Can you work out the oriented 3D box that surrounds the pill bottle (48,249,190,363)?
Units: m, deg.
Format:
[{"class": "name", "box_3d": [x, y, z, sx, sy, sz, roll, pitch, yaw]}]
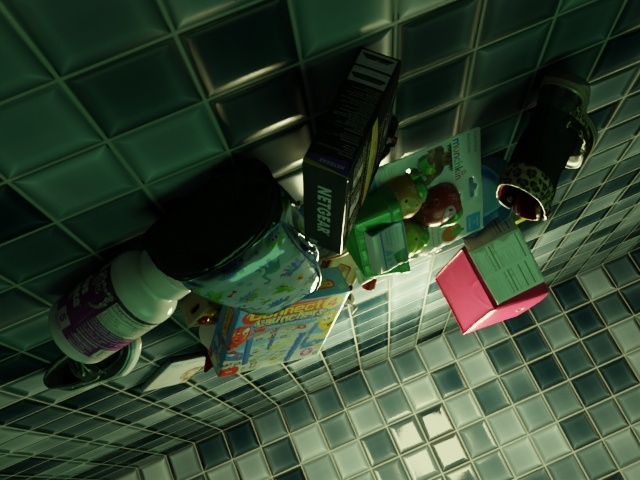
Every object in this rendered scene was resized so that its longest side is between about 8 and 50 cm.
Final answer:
[{"class": "pill bottle", "box_3d": [-0.412, 0.123, 1.401, 0.302, 0.169, 0.169, -33, 157, 19]}]

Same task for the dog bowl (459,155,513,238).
[{"class": "dog bowl", "box_3d": [0.399, -0.112, 1.691, 0.074, 0.166, 0.297, -34, 177, -26]}]

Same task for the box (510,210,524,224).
[{"class": "box", "box_3d": [0.532, -0.073, 2.027, 0.179, 0.105, 0.043, -28, 158, 11]}]

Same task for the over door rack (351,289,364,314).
[{"class": "over door rack", "box_3d": [-0.010, 0.239, 2.212, 0.324, 0.108, 0.239, -32, 163, -20]}]

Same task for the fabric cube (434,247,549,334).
[{"class": "fabric cube", "box_3d": [0.633, 0.164, 2.480, 0.258, 0.259, 0.254, -14, 158, -24]}]

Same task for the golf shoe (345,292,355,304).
[{"class": "golf shoe", "box_3d": [-0.017, 0.215, 1.993, 0.273, 0.120, 0.105, -41, 167, -18]}]

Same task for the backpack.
[{"class": "backpack", "box_3d": [-0.142, 0.017, 1.380, 0.290, 0.273, 0.355, -34, 170, 5]}]

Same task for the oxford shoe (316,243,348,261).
[{"class": "oxford shoe", "box_3d": [0.000, 0.000, 1.654, 0.271, 0.096, 0.098, -31, 152, 17]}]

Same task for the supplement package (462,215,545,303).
[{"class": "supplement package", "box_3d": [0.483, 0.007, 1.858, 0.145, 0.261, 0.204, -28, 118, 12]}]

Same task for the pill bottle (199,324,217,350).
[{"class": "pill bottle", "box_3d": [-0.256, 0.287, 1.970, 0.153, 0.153, 0.264, -25, 159, 3]}]

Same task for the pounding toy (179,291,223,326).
[{"class": "pounding toy", "box_3d": [-0.284, 0.174, 1.747, 0.130, 0.100, 0.141, 1, 147, -47]}]

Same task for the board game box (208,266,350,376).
[{"class": "board game box", "box_3d": [-0.112, 0.214, 1.737, 0.308, 0.086, 0.301, -8, 142, -27]}]

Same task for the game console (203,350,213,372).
[{"class": "game console", "box_3d": [-0.306, 0.373, 2.185, 0.144, 0.085, 0.124, -38, 146, 16]}]

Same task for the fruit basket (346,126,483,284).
[{"class": "fruit basket", "box_3d": [0.225, -0.064, 1.536, 0.353, 0.165, 0.327, -19, 134, -5]}]

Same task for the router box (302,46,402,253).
[{"class": "router box", "box_3d": [0.051, -0.147, 1.184, 0.308, 0.081, 0.242, 92, 21, -66]}]

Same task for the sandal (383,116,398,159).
[{"class": "sandal", "box_3d": [0.133, -0.201, 1.392, 0.067, 0.040, 0.179, -21, 159, -8]}]

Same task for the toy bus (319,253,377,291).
[{"class": "toy bus", "box_3d": [0.057, 0.060, 1.832, 0.202, 0.190, 0.104, -21, -157, -1]}]

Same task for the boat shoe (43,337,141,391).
[{"class": "boat shoe", "box_3d": [-0.601, 0.327, 1.739, 0.335, 0.121, 0.119, -35, 161, 29]}]

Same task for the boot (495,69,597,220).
[{"class": "boot", "box_3d": [0.522, -0.181, 1.529, 0.284, 0.138, 0.377, -64, 155, -8]}]

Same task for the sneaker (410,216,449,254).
[{"class": "sneaker", "box_3d": [0.278, -0.001, 1.917, 0.131, 0.112, 0.319, -37, 154, 23]}]

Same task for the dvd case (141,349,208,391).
[{"class": "dvd case", "box_3d": [-0.484, 0.445, 2.279, 0.180, 0.022, 0.253, -3, 150, -43]}]
